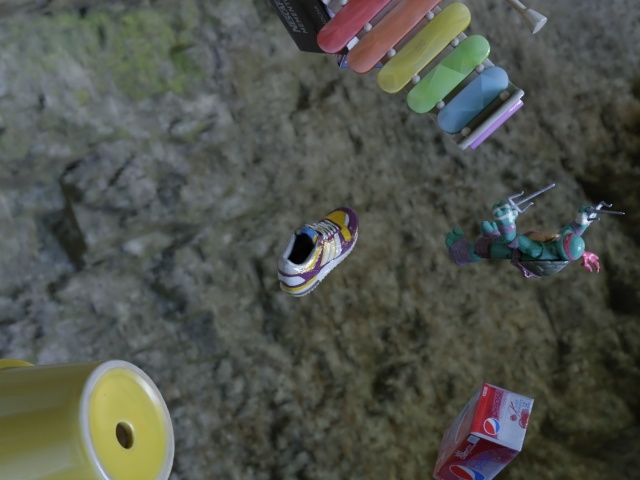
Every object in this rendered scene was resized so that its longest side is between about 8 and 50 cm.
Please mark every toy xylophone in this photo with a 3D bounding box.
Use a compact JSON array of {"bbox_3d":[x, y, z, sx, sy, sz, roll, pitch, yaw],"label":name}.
[{"bbox_3d":[0.160,-0.289,1.607,0.236,0.322,0.081,-51,169,7],"label":"toy xylophone"}]

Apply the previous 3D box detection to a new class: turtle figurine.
[{"bbox_3d":[0.300,-0.005,1.638,0.175,0.118,0.234,11,168,-38],"label":"turtle figurine"}]

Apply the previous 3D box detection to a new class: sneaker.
[{"bbox_3d":[0.000,0.000,1.769,0.069,0.084,0.185,21,-126,23],"label":"sneaker"}]

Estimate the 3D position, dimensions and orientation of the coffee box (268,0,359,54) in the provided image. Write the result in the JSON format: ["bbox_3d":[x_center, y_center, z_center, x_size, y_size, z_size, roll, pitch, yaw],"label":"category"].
[{"bbox_3d":[0.052,-0.446,1.774,0.119,0.168,0.297,16,-120,44],"label":"coffee box"}]

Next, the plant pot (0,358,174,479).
[{"bbox_3d":[-0.313,0.248,1.350,0.239,0.254,0.254,-19,-177,26],"label":"plant pot"}]

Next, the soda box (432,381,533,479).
[{"bbox_3d":[0.251,0.314,1.822,0.083,0.092,0.263,19,153,1],"label":"soda box"}]

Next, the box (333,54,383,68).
[{"bbox_3d":[0.112,-0.364,2.108,0.207,0.114,0.036,-4,141,-24],"label":"box"}]
